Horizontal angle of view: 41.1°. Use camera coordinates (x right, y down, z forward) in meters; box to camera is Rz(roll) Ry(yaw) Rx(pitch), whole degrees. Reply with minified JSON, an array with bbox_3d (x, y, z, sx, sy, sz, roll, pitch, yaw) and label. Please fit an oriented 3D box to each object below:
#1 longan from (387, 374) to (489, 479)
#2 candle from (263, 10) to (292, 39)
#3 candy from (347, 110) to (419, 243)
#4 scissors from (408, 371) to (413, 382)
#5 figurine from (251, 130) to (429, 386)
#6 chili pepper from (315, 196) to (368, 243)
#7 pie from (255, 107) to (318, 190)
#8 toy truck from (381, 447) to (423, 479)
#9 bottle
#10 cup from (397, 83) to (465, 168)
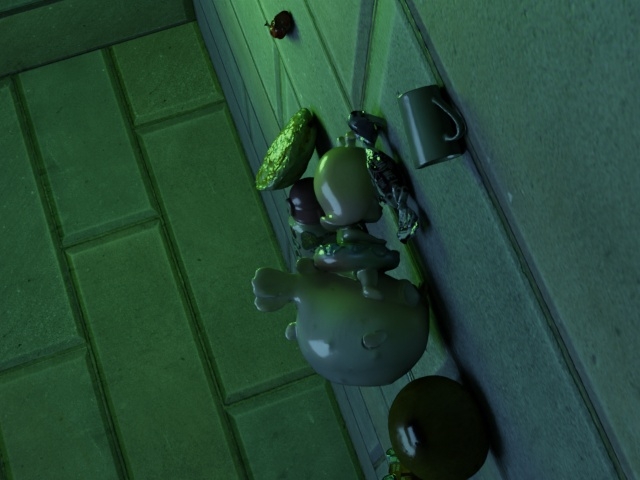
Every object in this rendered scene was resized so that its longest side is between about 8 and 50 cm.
[{"bbox_3d":[0.179,0.276,1.250,0.145,0.176,0.154,-5,81,41],"label":"longan"},{"bbox_3d":[-0.089,-0.433,1.736,0.162,0.048,0.053,-146,67,-81],"label":"candle"},{"bbox_3d":[0.095,-0.097,1.238,0.094,0.051,0.226,62,-173,-66],"label":"candy"},{"bbox_3d":[0.186,0.298,1.671,0.100,0.015,0.189,91,160,-76],"label":"scissors"},{"bbox_3d":[0.030,0.027,1.315,0.226,0.275,0.394,154,116,-79],"label":"figurine"},{"bbox_3d":[0.041,-0.061,1.606,0.099,0.083,0.253,57,170,27],"label":"chili pepper"},{"bbox_3d":[-0.064,-0.184,1.810,0.090,0.201,0.248,32,-174,-9],"label":"pie"},{"bbox_3d":[0.194,0.511,1.802,0.177,0.115,0.080,-74,-28,-61],"label":"toy truck"},{"bbox_3d":[-0.010,-0.026,1.890,0.120,0.120,0.253,-117,11,-49],"label":"bottle"},{"bbox_3d":[0.121,-0.127,0.938,0.075,0.054,0.083,148,106,-83],"label":"cup"}]
